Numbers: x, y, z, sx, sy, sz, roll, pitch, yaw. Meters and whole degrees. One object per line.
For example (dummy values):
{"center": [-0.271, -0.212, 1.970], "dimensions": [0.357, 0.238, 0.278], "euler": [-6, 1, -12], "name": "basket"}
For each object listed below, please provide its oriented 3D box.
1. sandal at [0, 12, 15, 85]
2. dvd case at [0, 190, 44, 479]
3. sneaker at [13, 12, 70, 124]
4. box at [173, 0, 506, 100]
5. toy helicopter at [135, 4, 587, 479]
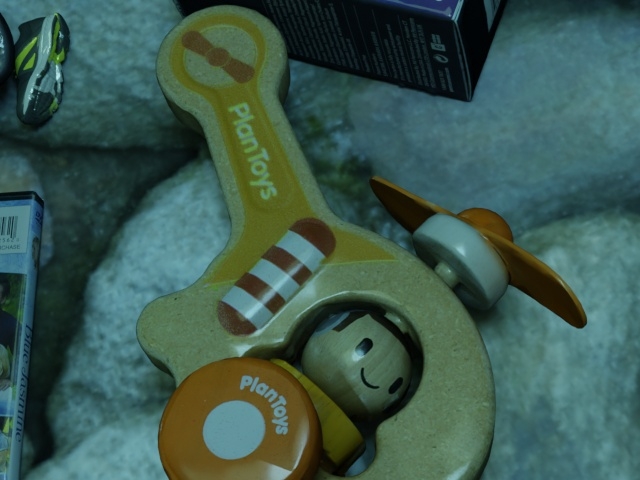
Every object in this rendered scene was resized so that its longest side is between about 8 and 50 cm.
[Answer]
{"center": [-0.319, -0.132, 1.029], "dimensions": [0.255, 0.054, 0.097], "euler": [-1, 91, 19], "name": "sandal"}
{"center": [-0.271, 0.091, 0.949], "dimensions": [0.180, 0.022, 0.253], "euler": [-4, 67, 10], "name": "dvd case"}
{"center": [-0.193, -0.114, 1.019], "dimensions": [0.035, 0.031, 0.083], "euler": [-2, 62, 25], "name": "sneaker"}
{"center": [0.020, -0.198, 0.968], "dimensions": [0.207, 0.108, 0.153], "euler": [15, 72, 16], "name": "box"}
{"center": [0.000, 0.000, 0.876], "dimensions": [0.235, 0.140, 0.355], "euler": [-21, 63, 0], "name": "toy helicopter"}
